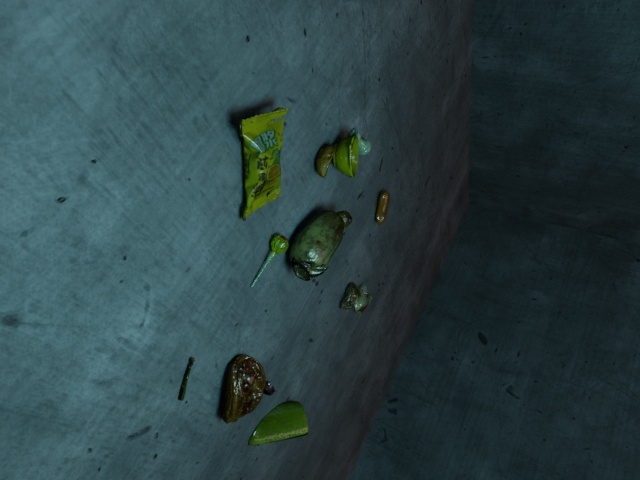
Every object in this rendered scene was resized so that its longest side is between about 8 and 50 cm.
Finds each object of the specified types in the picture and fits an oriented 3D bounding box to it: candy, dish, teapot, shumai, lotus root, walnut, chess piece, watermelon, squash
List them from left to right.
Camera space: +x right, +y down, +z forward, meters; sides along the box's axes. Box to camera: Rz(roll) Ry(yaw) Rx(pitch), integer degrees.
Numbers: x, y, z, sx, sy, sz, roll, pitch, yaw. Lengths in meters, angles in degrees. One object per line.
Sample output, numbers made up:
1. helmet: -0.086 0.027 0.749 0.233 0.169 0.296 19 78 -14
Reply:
1. candy: -0.158 -0.211 1.189 0.187 0.081 0.297 -41 151 -45
2. teapot: -0.200 0.522 1.571 0.100 0.068 0.045 48 54 -21
3. candy: -0.167 0.066 1.380 0.194 0.062 0.058 -57 149 -8
4. squash: -0.190 0.719 1.757 0.252 0.169 0.093 1 104 -27
5. lotus root: 0.000 0.000 1.531 0.309 0.173 0.173 -52 147 -33
6. walnut: 0.012 -0.273 1.489 0.091 0.052 0.121 110 1 -71
7. dish: 0.088 -0.305 1.564 0.207 0.080 0.149 43 54 -74
8. shumai: 0.171 0.277 2.055 0.145 0.116 0.146 -36 135 -47
9. chess piece: 0.148 -0.380 1.676 0.103 0.067 0.067 39 71 -53
10. watermelon: 0.200 0.313 2.193 0.101 0.080 0.155 -32 150 -39

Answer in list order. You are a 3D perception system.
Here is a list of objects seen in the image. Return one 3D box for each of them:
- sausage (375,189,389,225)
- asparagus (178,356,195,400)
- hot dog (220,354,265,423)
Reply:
1. sausage: 0.296 -0.160 2.092 0.062 0.054 0.183 -9 121 -25
2. asparagus: -0.372 0.384 1.214 0.015 0.018 0.127 -135 -119 -81
3. hot dog: -0.254 0.482 1.411 0.160 0.099 0.227 -21 122 -57
